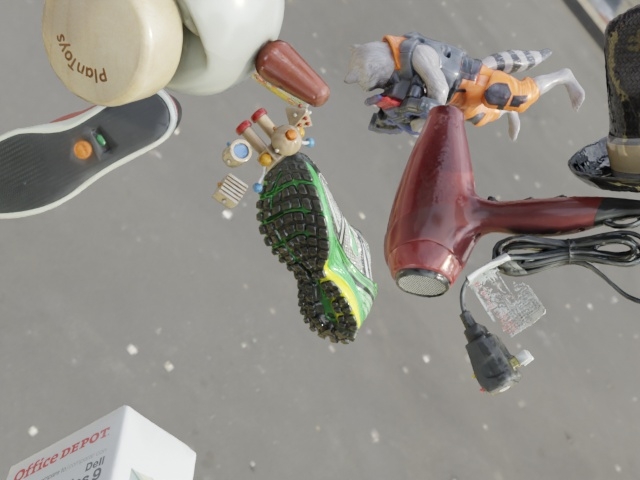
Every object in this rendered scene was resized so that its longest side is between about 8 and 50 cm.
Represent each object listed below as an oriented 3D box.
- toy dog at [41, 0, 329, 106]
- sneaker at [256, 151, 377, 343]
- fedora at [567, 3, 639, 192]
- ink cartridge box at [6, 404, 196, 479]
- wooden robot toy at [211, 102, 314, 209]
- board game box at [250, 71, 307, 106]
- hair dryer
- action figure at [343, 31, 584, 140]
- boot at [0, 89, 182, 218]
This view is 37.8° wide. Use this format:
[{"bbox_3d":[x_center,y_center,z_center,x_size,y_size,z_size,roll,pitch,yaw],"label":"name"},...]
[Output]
[{"bbox_3d":[-0.042,-0.207,0.531,0.160,0.334,0.220,23,46,16],"label":"toy dog"},{"bbox_3d":[0.000,0.000,1.575,0.146,0.134,0.344,-53,133,-46],"label":"sneaker"},{"bbox_3d":[0.363,-0.154,0.788,0.334,0.334,0.153,-36,112,-60],"label":"fedora"},{"bbox_3d":[-0.261,0.351,0.996,0.121,0.211,0.289,44,29,-31],"label":"ink cartridge box"},{"bbox_3d":[-0.058,-0.114,1.080,0.173,0.079,0.076,-43,98,-24],"label":"wooden robot toy"},{"bbox_3d":[-0.083,-0.337,1.948,0.154,0.103,0.026,34,71,-2],"label":"board game box"},{"bbox_3d":[0.167,-0.012,0.851,0.294,0.223,0.080,56,-7,31],"label":"hair dryer"},{"bbox_3d":[0.188,-0.242,1.461,0.330,0.179,0.341,9,2,-18],"label":"action figure"},{"bbox_3d":[-0.267,-0.098,1.027,0.176,0.244,0.088,-126,-167,-80],"label":"boot"}]
